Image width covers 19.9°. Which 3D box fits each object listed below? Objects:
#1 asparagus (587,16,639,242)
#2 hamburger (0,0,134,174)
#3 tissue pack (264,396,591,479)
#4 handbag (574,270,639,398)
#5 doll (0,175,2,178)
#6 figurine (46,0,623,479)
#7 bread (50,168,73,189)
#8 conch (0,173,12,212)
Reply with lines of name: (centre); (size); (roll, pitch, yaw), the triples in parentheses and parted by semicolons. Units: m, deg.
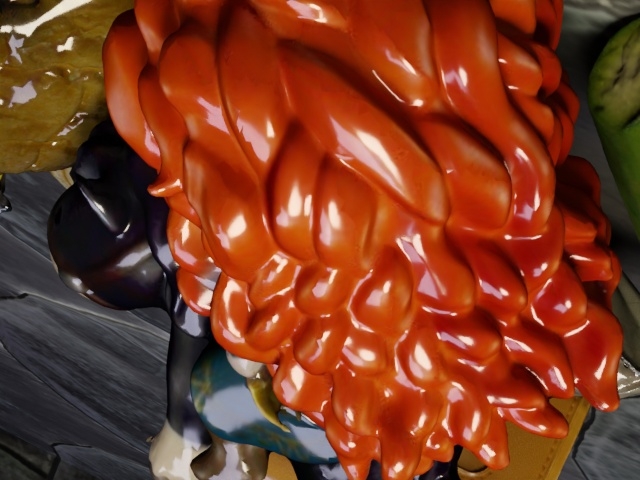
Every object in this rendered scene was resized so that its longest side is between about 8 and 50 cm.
asparagus: (0.193, -0.021, 0.982); (0.067, 0.060, 0.277); (27, 163, 37)
hamburger: (-0.143, -0.110, 1.037); (0.206, 0.130, 0.183); (2, 142, 1)
tissue pack: (0.048, 0.157, 1.437); (0.274, 0.194, 0.145); (24, 161, 9)
handbag: (0.086, 0.006, 1.103); (0.270, 0.117, 0.182); (40, 169, -2)
doll: (-0.284, -0.145, 1.186); (0.252, 0.111, 0.237); (25, 125, 26)
figurine: (-0.006, 0.000, 0.931); (0.306, 0.241, 0.412); (61, 148, 11)
bread: (-0.133, -0.046, 1.344); (0.149, 0.073, 0.122); (36, 157, -24)
conch: (-0.350, -0.084, 1.405); (0.240, 0.186, 0.313); (59, 161, -21)
